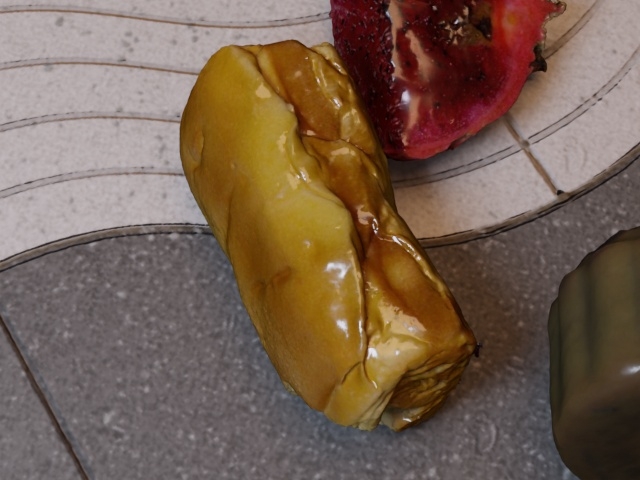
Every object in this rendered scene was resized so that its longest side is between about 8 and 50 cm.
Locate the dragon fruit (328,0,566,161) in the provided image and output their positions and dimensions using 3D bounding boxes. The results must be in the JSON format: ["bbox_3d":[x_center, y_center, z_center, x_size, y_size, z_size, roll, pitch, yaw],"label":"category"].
[{"bbox_3d":[0.119,-0.188,1.510,0.211,0.134,0.262,0,80,-16],"label":"dragon fruit"}]

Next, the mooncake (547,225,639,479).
[{"bbox_3d":[0.325,0.092,1.298,0.290,0.290,0.161,2,59,-3],"label":"mooncake"}]

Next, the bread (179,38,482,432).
[{"bbox_3d":[-0.005,0.000,1.370,0.149,0.195,0.344,-16,64,-17],"label":"bread"}]
